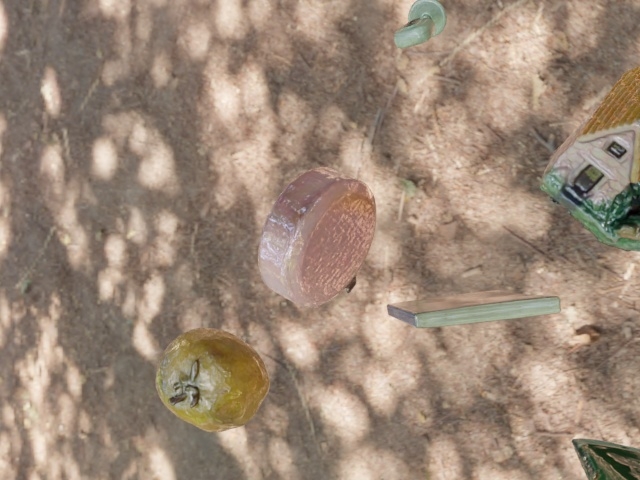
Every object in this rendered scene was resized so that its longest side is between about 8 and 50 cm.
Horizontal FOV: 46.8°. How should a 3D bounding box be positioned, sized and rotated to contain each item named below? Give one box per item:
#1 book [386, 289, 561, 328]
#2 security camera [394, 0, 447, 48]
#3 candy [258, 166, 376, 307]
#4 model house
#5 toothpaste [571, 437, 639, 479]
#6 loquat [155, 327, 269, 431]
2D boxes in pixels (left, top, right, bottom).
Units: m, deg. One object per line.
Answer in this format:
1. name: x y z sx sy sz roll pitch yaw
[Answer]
1. book: 0.207 0.097 1.069 0.190 0.269 0.025 -7 88 -3
2. security camera: 0.130 -0.281 0.971 0.058 0.092 0.058 10 122 16
3. candy: 0.000 0.000 1.291 0.094 0.255 0.255 26 104 32
4. model house: 0.510 -0.131 1.140 0.237 0.202 0.237 44 156 12
5. toothpaste: 0.259 0.243 0.540 0.098 0.392 0.061 11 102 9
6. loquat: -0.213 0.271 1.462 0.238 0.238 0.193 28 91 40
